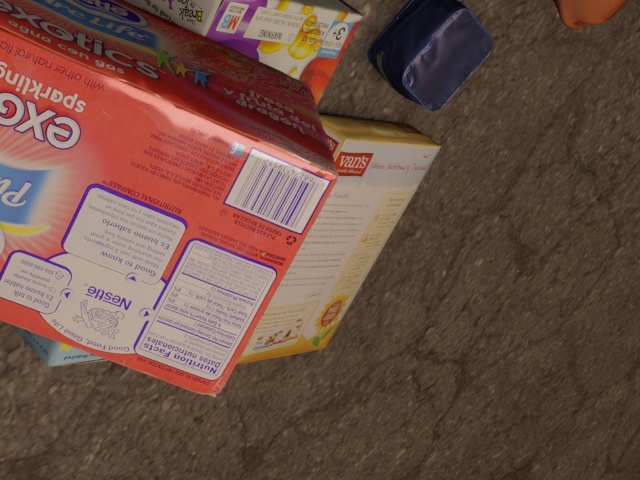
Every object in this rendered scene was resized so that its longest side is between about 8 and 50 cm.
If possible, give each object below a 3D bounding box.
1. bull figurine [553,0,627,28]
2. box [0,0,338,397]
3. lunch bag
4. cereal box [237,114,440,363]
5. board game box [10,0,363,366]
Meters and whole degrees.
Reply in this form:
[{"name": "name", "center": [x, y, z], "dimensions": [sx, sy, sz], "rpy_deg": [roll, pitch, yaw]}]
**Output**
[{"name": "bull figurine", "center": [0.236, -0.316, 1.140], "dimensions": [0.188, 0.101, 0.310], "rpy_deg": [-44, 149, -13]}, {"name": "box", "center": [-0.160, -0.056, 0.717], "dimensions": [0.300, 0.142, 0.154], "rpy_deg": [22, 111, -17]}, {"name": "lunch bag", "center": [0.094, -0.169, 1.156], "dimensions": [0.098, 0.065, 0.067], "rpy_deg": [-48, 135, -1]}, {"name": "cereal box", "center": [0.000, 0.000, 1.234], "dimensions": [0.173, 0.047, 0.240], "rpy_deg": [-1, 124, -57]}, {"name": "board game box", "center": [-0.118, -0.071, 0.904], "dimensions": [0.142, 0.144, 0.275], "rpy_deg": [-2, 126, -53]}]
